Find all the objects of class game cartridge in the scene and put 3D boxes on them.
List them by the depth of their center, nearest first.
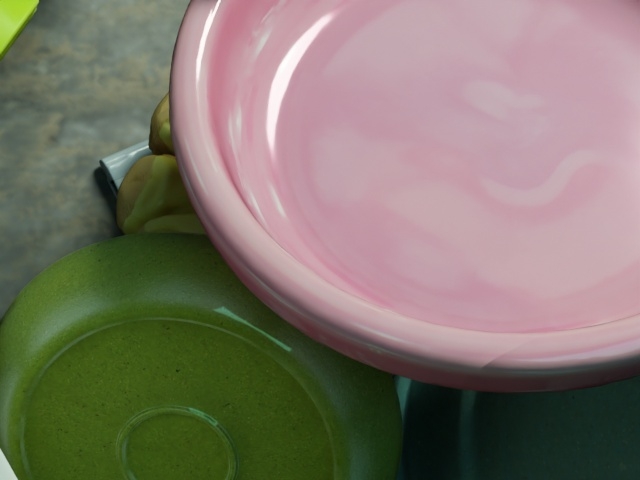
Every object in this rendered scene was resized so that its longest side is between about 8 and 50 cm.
[{"bbox_3d":[-0.101,-0.026,0.828,0.056,0.017,0.083,-27,88,-28],"label":"game cartridge"}]

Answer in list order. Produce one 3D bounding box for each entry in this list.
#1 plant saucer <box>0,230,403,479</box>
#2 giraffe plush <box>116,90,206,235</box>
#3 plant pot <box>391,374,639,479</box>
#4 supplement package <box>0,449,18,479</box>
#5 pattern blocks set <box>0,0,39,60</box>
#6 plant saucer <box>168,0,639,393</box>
[{"bbox_3d":[-0.076,0.111,0.702,0.241,0.241,0.037,37,25,-9],"label":"plant saucer"},{"bbox_3d":[0.000,0.000,0.789,0.170,0.210,0.181,58,40,-49],"label":"giraffe plush"},{"bbox_3d":[0.259,0.118,0.759,0.341,0.334,0.341,6,74,-20],"label":"plant pot"},{"bbox_3d":[-0.219,0.189,0.577,0.175,0.293,0.177,-29,89,-25],"label":"supplement package"},{"bbox_3d":[-0.179,-0.206,0.610,0.325,0.026,0.285,11,65,-18],"label":"pattern blocks set"},{"bbox_3d":[0.092,-0.067,0.643,0.332,0.084,0.332,-2,58,3],"label":"plant saucer"}]
